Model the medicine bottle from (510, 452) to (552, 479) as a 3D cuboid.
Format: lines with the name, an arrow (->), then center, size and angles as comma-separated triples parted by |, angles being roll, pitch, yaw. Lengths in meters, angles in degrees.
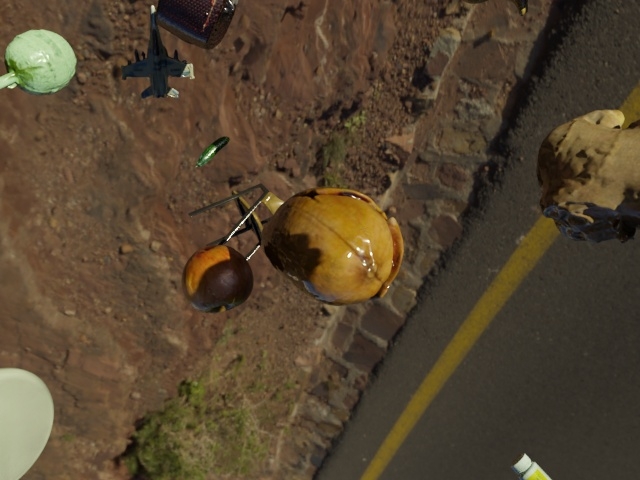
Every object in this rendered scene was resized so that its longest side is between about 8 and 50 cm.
medicine bottle -> 0.420, 0.468, 1.116 | 0.083, 0.047, 0.047 | 47, 135, 15

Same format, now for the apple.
apple -> -0.206, 0.074, 1.127 | 0.146, 0.146, 0.146 | 6, 134, 6

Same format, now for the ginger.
ginger -> 0.283, -0.043, 0.463 | 0.074, 0.213, 0.137 | 21, 100, -39

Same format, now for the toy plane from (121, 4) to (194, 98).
toy plane -> -0.435, -0.496, 1.500 | 0.192, 0.088, 0.262 | -5, 127, -15

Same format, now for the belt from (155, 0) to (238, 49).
belt -> -0.260, -0.517, 1.194 | 0.164, 0.289, 0.184 | 23, 108, -11

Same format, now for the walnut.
walnut -> 0.000, 0.000, 1.021 | 0.336, 0.209, 0.209 | 20, 150, 50

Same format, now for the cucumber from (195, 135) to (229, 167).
cucumber -> -0.360, -0.292, 1.855 | 0.037, 0.155, 0.037 | 39, 163, 14

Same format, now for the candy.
candy -> -0.610, -0.247, 0.981 | 0.119, 0.440, 0.119 | 20, 136, 21

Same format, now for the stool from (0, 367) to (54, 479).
stool -> -0.548, 0.265, 0.850 | 0.199, 0.195, 0.195 | 11, 131, 27

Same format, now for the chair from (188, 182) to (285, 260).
chair -> -0.183, -0.047, 1.491 | 0.172, 0.247, 0.159 | 43, 163, 28

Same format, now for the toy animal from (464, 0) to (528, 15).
toy animal -> 0.350, -0.537, 1.093 | 0.281, 0.169, 0.195 | 19, 114, 46
